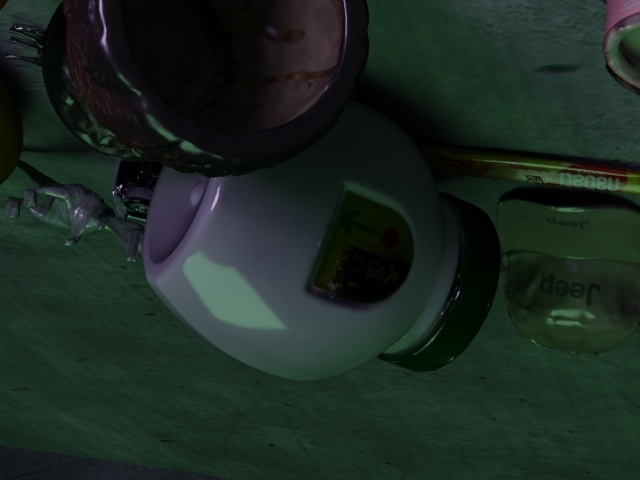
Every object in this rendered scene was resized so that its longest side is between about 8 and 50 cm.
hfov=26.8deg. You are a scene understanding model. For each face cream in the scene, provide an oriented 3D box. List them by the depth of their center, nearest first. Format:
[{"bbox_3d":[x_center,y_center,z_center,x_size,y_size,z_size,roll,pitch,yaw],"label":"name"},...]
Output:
[{"bbox_3d":[0.000,0.000,1.486,0.357,0.313,0.219,21,176,-30],"label":"face cream"}]

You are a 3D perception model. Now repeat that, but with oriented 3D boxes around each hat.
[{"bbox_3d":[0.305,0.048,1.661,0.214,0.149,0.244,3,166,23],"label":"hat"}]

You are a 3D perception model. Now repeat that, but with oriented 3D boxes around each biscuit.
[{"bbox_3d":[0.257,-0.080,1.519,0.291,0.026,0.048,7,137,16],"label":"biscuit"}]

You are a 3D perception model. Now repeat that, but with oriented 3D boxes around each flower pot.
[{"bbox_3d":[-0.129,-0.181,1.236,0.266,0.267,0.267,25,164,-24],"label":"flower pot"}]

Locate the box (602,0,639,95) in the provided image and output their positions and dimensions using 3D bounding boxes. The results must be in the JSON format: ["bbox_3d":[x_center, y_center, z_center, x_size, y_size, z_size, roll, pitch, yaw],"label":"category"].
[{"bbox_3d":[0.297,-0.197,1.088,0.151,0.135,0.151,10,157,4],"label":"box"}]

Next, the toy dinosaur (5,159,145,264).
[{"bbox_3d":[-0.368,-0.060,1.733,0.383,0.076,0.129,31,-164,28],"label":"toy dinosaur"}]

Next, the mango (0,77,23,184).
[{"bbox_3d":[-0.457,-0.149,1.625,0.195,0.142,0.332,13,155,-10],"label":"mango"}]

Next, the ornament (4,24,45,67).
[{"bbox_3d":[-0.298,-0.209,1.538,0.125,0.028,0.073,21,157,-12],"label":"ornament"}]

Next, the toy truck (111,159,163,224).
[{"bbox_3d":[-0.123,-0.052,1.677,0.267,0.124,0.155,15,162,-5],"label":"toy truck"}]

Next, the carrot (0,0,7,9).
[{"bbox_3d":[-0.341,-0.247,1.191,0.196,0.254,0.196,14,154,7],"label":"carrot"}]
